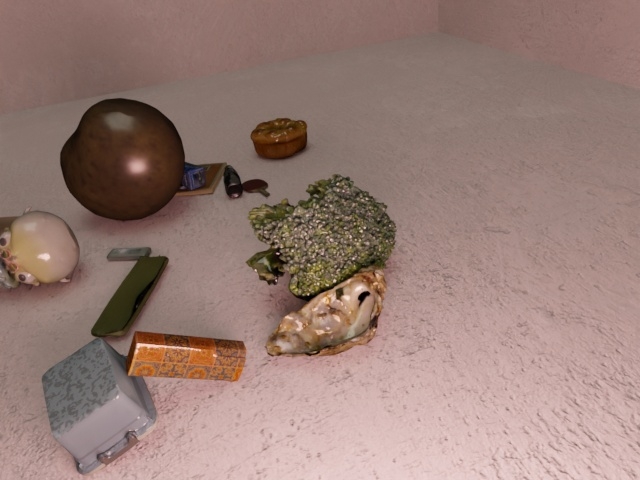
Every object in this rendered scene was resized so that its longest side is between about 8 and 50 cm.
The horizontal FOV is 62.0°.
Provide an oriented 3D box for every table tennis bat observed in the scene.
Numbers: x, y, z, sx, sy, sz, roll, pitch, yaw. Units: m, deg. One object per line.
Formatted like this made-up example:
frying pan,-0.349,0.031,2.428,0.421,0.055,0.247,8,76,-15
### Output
table tennis bat,-0.217,-0.182,1.848,0.087,0.013,0.156,-21,32,-26

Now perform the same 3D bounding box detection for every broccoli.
broccoli,0.002,-0.002,1.282,0.317,0.277,0.338,-17,18,22

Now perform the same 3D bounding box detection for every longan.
longan,-0.625,-0.254,1.708,0.404,0.404,0.336,-1,26,9

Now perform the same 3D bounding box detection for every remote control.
remote control,-0.558,0.039,1.553,0.124,0.018,0.053,-3,33,8

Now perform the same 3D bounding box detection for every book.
book,-0.450,-0.227,1.962,0.170,0.018,0.241,-4,31,8

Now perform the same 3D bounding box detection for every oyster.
oyster,0.020,0.169,1.140,0.294,0.094,0.166,-20,58,-1

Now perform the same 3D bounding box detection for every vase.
vase,-0.314,-0.217,1.876,0.060,0.060,0.211,-13,32,-9

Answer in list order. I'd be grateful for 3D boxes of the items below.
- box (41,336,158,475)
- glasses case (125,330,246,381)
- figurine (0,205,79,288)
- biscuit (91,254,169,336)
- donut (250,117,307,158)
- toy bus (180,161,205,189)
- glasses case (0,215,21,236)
box,-0.415,0.299,0.996,0.162,0.130,0.227,-35,38,-13
glasses case,-0.257,0.229,1.036,0.218,0.075,0.049,12,20,-29
figurine,-0.859,0.072,1.455,0.394,0.226,0.274,-27,4,-11
biscuit,-0.476,0.137,1.358,0.099,0.038,0.322,-6,32,9
donut,-0.161,-0.406,2.100,0.227,0.114,0.226,-6,32,3
toy bus,-0.506,-0.247,1.914,0.236,0.079,0.094,21,40,39
glasses case,-0.999,-0.016,1.610,0.336,0.076,0.144,-2,-12,9
